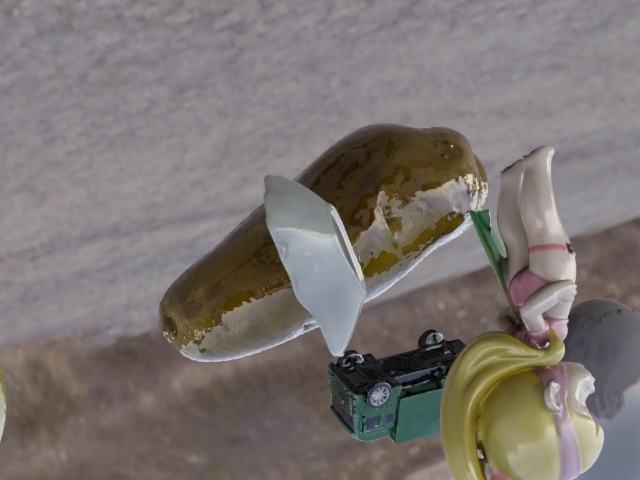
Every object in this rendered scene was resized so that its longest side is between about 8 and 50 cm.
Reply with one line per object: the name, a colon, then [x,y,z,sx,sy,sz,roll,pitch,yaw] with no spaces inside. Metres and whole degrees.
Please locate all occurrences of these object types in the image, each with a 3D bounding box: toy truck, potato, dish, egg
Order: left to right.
potato: [0.000,0.000,1.553,0.369,0.195,0.176,-33,136,-6]
dish: [0.005,0.014,1.038,0.039,0.137,0.091,-20,-155,11]
toy truck: [0.079,0.133,1.394,0.147,0.079,0.065,-9,-149,-27]
egg: [0.278,0.155,1.506,0.146,0.199,0.146,-3,-170,0]

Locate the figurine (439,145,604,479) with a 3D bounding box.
figurine: [0.101,0.045,0.786,0.083,0.187,0.083,0,168,0]

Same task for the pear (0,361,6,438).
pear: [-0.326,0.114,1.131,0.200,0.200,0.200,-21,175,-2]
